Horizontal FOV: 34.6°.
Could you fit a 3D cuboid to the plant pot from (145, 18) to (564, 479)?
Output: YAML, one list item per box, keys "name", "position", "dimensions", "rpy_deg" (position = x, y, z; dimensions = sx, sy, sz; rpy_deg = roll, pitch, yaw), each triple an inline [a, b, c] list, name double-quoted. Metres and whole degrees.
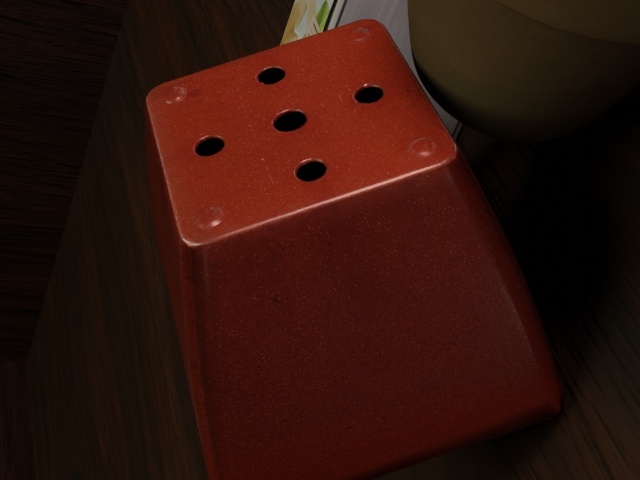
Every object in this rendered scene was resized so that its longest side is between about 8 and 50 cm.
- name: "plant pot"
  position: [0.000, 0.000, 0.757]
  dimensions: [0.267, 0.267, 0.236]
  rpy_deg: [-112, 4, -46]

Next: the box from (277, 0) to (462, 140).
- name: "box"
  position: [0.063, -0.180, 0.893]
  dimensions: [0.290, 0.169, 0.087]
  rpy_deg: [-67, 32, 28]

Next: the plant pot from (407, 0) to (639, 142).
- name: "plant pot"
  position: [0.150, -0.187, 0.654]
  dimensions: [0.229, 0.263, 0.263]
  rpy_deg: [107, 159, -60]
